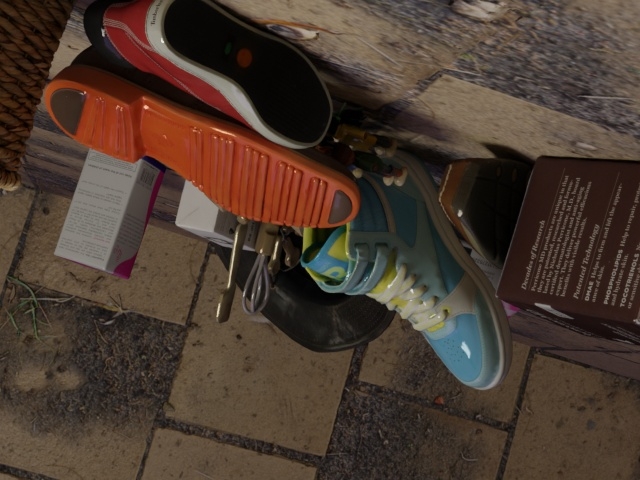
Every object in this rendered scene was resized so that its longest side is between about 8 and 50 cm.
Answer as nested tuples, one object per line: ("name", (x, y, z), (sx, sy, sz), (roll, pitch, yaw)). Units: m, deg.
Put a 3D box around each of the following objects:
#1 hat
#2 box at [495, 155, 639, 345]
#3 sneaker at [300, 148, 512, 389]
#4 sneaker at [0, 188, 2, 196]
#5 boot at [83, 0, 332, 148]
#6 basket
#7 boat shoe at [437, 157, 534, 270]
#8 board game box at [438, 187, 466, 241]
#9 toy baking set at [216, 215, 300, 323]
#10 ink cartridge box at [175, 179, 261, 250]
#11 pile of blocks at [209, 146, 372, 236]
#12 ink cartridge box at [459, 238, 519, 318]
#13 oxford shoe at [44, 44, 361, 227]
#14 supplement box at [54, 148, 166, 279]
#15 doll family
("hat", (0.000, 0.000, 1.958), (0.331, 0.331, 0.134), (14, -150, 26))
("box", (0.331, 0.018, 1.372), (0.168, 0.167, 0.203), (22, 172, -36))
("sneaker", (0.087, 0.057, 1.537), (0.208, 0.319, 0.127), (-20, 168, -44))
("sneaker", (-0.465, -0.174, 1.727), (0.086, 0.163, 0.226), (6, 141, 43))
("boot", (-0.115, -0.173, 1.302), (0.244, 0.088, 0.176), (32, 166, -38))
("basket", (-0.403, -0.199, 1.201), (0.213, 0.223, 0.299), (14, 174, 20))
("boat shoe", (0.221, -0.022, 1.543), (0.120, 0.122, 0.324), (19, 176, 38))
("board game box", (0.258, 0.008, 1.908), (0.318, 0.066, 0.318), (17, 173, 3))
("toy baking set", (-0.065, -0.005, 1.760), (0.030, 0.256, 0.197), (19, 134, 25))
("ink cartridge box", (-0.119, -0.048, 1.743), (0.060, 0.104, 0.180), (9, 173, 23))
("pile of blocks", (-0.036, -0.092, 1.627), (0.362, 0.149, 0.112), (22, -163, -50))
("ink cartridge box", (0.208, 0.056, 1.887), (0.176, 0.069, 0.371), (17, 175, 5))
("oxford shoe", (-0.111, -0.131, 1.407), (0.364, 0.133, 0.130), (25, 142, 5))
("supplement box", (-0.378, -0.054, 2.333), (0.114, 0.220, 0.111), (15, 173, 17))
("doll family", (0.014, -0.118, 1.470), (0.111, 0.076, 0.193), (16, 178, -36))
